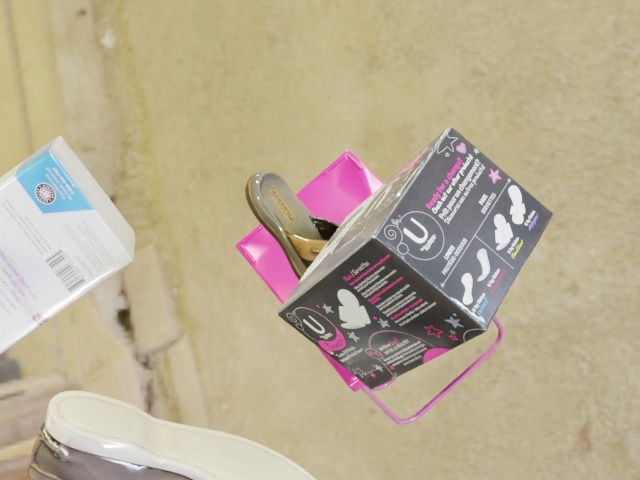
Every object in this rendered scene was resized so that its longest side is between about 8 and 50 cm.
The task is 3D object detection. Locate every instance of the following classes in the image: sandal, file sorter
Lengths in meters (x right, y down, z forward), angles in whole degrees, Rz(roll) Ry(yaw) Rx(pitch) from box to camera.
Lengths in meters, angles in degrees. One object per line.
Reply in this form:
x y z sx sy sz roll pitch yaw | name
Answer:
0.000 0.000 1.293 0.060 0.090 0.219 -39 84 34 | sandal
0.071 0.069 1.478 0.202 0.182 0.291 -41 51 -2 | file sorter

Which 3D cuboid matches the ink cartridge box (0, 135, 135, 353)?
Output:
-0.440 0.010 1.641 0.270 0.198 0.197 -35 15 0 | ink cartridge box

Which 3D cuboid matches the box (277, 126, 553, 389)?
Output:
0.089 0.024 1.137 0.142 0.163 0.247 39 150 -7 | box

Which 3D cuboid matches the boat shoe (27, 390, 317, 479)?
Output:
-0.145 0.260 1.182 0.116 0.324 0.097 -105 38 -68 | boat shoe
